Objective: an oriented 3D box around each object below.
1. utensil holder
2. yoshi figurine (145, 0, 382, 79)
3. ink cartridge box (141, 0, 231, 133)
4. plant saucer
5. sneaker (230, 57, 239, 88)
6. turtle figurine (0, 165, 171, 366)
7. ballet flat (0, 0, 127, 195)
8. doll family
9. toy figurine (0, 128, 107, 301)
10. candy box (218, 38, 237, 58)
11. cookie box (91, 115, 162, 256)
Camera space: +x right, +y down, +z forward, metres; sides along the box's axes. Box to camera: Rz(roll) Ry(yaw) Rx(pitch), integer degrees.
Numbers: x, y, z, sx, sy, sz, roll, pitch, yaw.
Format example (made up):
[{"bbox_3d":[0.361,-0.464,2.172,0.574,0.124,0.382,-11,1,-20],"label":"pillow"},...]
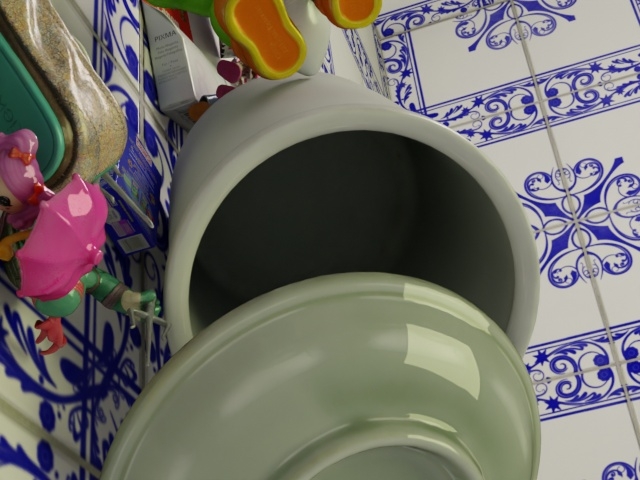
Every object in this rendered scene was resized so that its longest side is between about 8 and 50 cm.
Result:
[{"bbox_3d":[0.000,0.000,1.089,0.385,0.327,0.328,-122,-168,-71],"label":"utensil holder"},{"bbox_3d":[-0.078,-0.302,1.098,0.203,0.203,0.362,-69,-154,15],"label":"yoshi figurine"},{"bbox_3d":[-0.172,-0.251,1.425,0.189,0.066,0.233,39,42,-70],"label":"ink cartridge box"},{"bbox_3d":[0.024,0.227,0.874,0.100,0.400,0.401,43,-22,60],"label":"plant saucer"},{"bbox_3d":[-0.070,-0.130,1.590,0.152,0.114,0.305,56,22,-54],"label":"sneaker"},{"bbox_3d":[-0.197,-0.012,0.845,0.175,0.118,0.234,86,-16,-45],"label":"turtle figurine"},{"bbox_3d":[-0.236,-0.170,0.753,0.316,0.107,0.106,61,30,4],"label":"ballet flat"},{"bbox_3d":[-0.101,-0.126,1.357,0.163,0.118,0.263,-18,114,-57],"label":"doll family"},{"bbox_3d":[-0.212,-0.014,0.669,0.130,0.159,0.173,-36,110,-78],"label":"toy figurine"},{"bbox_3d":[-0.116,-0.360,1.559,0.233,0.071,0.159,-169,-107,-84],"label":"candy box"},{"bbox_3d":[-0.197,-0.055,1.083,0.107,0.040,0.092,-93,163,-45],"label":"cookie box"}]
